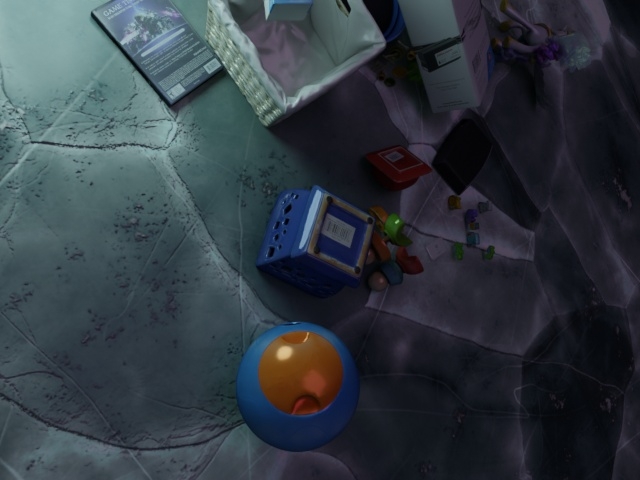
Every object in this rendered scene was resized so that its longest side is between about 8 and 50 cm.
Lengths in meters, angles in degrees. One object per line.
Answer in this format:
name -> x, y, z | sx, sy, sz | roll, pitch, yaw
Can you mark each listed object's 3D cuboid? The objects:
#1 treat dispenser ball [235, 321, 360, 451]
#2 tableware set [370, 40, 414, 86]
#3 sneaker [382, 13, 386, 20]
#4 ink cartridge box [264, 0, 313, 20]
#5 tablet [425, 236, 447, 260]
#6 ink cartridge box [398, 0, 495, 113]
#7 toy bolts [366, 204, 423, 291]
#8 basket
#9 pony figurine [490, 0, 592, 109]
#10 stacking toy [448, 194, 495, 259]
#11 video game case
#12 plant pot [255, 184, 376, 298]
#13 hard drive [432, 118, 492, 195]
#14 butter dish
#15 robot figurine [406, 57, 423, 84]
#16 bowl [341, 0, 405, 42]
treat dispenser ball -> -0.052, 0.335, 1.182 | 0.288, 0.288, 0.289 | 6, 78, -30
tableware set -> 0.235, -0.548, 1.600 | 0.104, 0.154, 0.024 | 29, 56, -21
sneaker -> 0.160, -0.778, 1.653 | 0.209, 0.069, 0.082 | 55, 40, -8
ink cartridge box -> -0.076, -0.566, 1.103 | 0.089, 0.092, 0.143 | -7, 93, -15
tablet -> 0.382, 0.027, 1.669 | 0.083, 0.006, 0.054 | -30, 97, -32
ink cartridge box -> 0.412, -0.656, 1.613 | 0.286, 0.166, 0.395 | -60, 136, -37
toy bolts -> 0.170, 0.033, 1.476 | 0.158, 0.218, 0.229 | -34, 122, -5
basket -> -0.075, -0.514, 1.291 | 0.331, 0.266, 0.328 | -37, 101, -13
pony figurine -> 0.852, -0.740, 1.969 | 0.363, 0.303, 0.351 | 10, 67, -14
stacking toy -> 0.517, -0.041, 1.742 | 0.166, 0.052, 0.222 | 3, 82, -29
video game case -> -0.400, -0.497, 1.278 | 0.274, 0.026, 0.196 | 50, 60, -13
plant pot -> 0.000, 0.000, 1.320 | 0.235, 0.212, 0.236 | 27, 69, -25
hard drive -> 0.505, -0.299, 1.775 | 0.172, 0.054, 0.255 | 46, 61, -17
butter dish -> 0.230, -0.203, 1.560 | 0.160, 0.118, 0.160 | -22, 53, -31
robot figurine -> 0.336, -0.581, 1.716 | 0.115, 0.067, 0.101 | -42, 105, -30
bowl -> 0.098, -0.762, 1.525 | 0.390, 0.077, 0.392 | 4, 82, -27
